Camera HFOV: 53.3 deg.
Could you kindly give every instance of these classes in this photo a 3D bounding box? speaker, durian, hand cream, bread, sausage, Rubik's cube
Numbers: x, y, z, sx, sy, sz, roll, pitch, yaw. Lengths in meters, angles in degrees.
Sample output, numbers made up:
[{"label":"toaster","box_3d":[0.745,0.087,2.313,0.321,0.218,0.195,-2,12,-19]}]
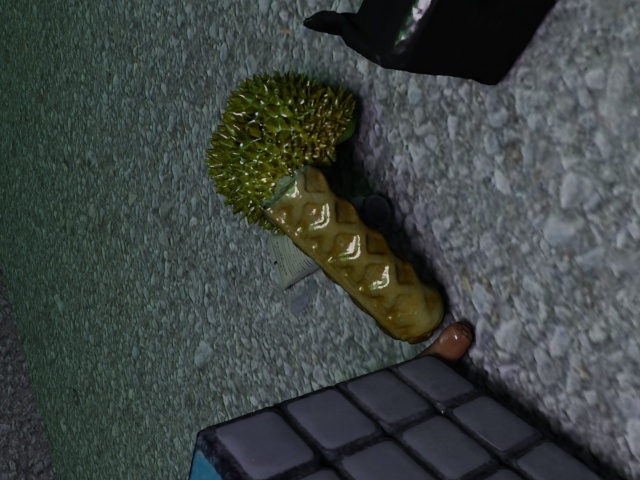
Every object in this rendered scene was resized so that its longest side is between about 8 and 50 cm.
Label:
[{"label":"speaker","box_3d":[0.148,-0.325,0.622,0.184,0.180,0.388,57,133,33]},{"label":"durian","box_3d":[-0.064,-0.125,0.880,0.237,0.176,0.200,122,169,-47]},{"label":"hand cream","box_3d":[0.000,0.000,0.924,0.276,0.059,0.095,-27,77,52]},{"label":"bread","box_3d":[0.045,0.022,0.772,0.269,0.087,0.098,45,122,-10]},{"label":"sausage","box_3d":[0.126,0.162,0.808,0.186,0.043,0.043,-49,60,39]},{"label":"Rubik's cube","box_3d":[0.075,0.360,0.610,0.344,0.343,0.337,34,119,41]}]
